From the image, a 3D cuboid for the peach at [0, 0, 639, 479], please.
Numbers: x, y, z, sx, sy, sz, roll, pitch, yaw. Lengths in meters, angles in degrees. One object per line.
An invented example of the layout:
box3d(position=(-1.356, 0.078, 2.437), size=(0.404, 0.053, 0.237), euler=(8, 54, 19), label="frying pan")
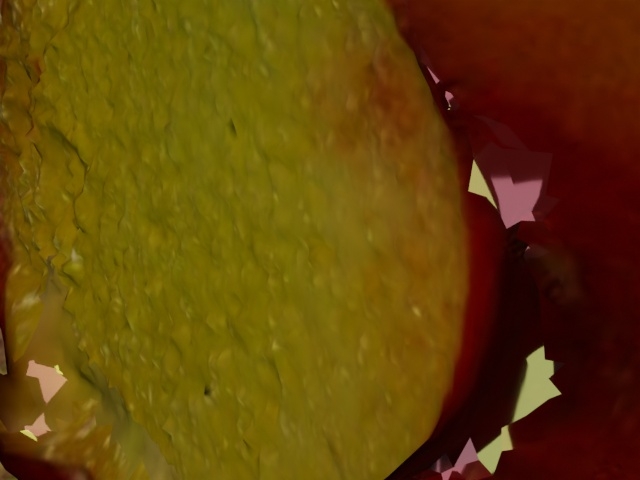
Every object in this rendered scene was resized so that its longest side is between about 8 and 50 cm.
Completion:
box3d(position=(0.043, 0.006, 0.619), size=(0.406, 0.310, 0.335), euler=(18, 100, 56), label="peach")
